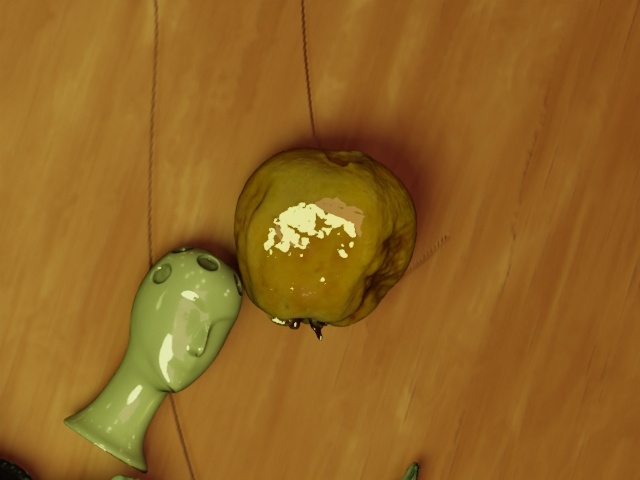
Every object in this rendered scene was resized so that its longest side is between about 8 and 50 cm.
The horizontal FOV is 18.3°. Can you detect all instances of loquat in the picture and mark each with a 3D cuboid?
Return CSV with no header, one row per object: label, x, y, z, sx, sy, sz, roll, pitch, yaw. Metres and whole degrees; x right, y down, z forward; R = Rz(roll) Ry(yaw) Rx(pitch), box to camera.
loquat,0.000,0.000,1.403,0.137,0.113,0.137,-8,109,-23

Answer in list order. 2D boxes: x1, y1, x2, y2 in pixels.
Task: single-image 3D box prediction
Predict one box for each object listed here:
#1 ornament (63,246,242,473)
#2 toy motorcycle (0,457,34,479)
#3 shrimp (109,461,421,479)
ornament,-0.110,0.079,1.386,0.075,0.081,0.156,34,85,-34
toy motorcycle,-0.248,0.263,1.282,0.187,0.125,0.275,-1,68,-30
shrimp,-0.057,0.254,1.414,0.287,0.068,0.185,1,102,-23
